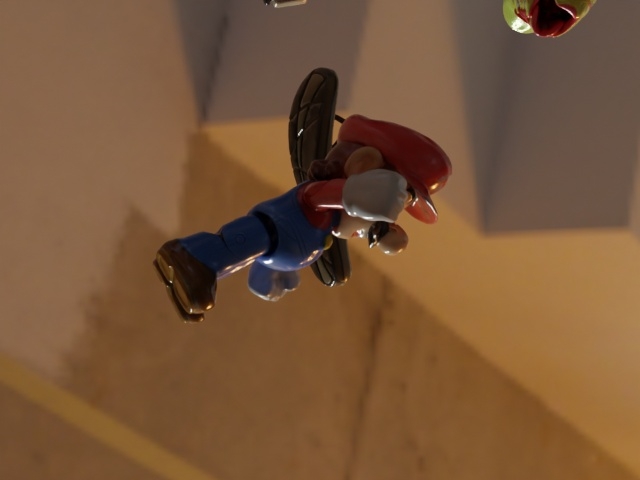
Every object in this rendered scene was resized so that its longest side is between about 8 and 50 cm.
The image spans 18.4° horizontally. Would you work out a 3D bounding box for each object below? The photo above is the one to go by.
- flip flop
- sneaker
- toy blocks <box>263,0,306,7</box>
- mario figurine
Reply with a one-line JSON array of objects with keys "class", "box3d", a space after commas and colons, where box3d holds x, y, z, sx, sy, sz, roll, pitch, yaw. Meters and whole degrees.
[{"class": "flip flop", "box3d": [0.019, -0.079, 2.435, 0.080, 0.112, 0.277, -12, -76, -18]}, {"class": "sneaker", "box3d": [0.264, -0.278, 2.330, 0.081, 0.208, 0.094, 31, -109, -10]}, {"class": "toy blocks", "box3d": [0.069, -0.460, 2.258, 0.260, 0.309, 0.288, 111, 147, -70]}, {"class": "mario figurine", "box3d": [0.000, 0.000, 2.023, 0.321, 0.198, 0.170, -28, -59, -10]}]
